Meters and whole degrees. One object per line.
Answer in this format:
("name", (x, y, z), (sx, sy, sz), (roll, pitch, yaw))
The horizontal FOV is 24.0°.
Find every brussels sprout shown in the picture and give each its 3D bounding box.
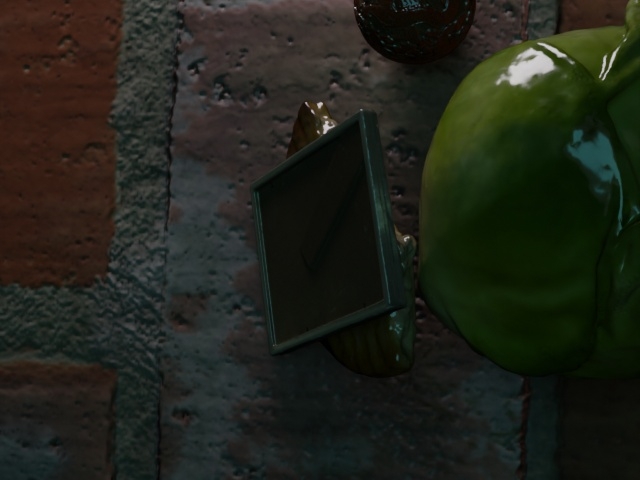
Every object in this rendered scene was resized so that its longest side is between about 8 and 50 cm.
("brussels sprout", (0.207, -0.029, 1.095), (0.294, 0.227, 0.259), (-33, 79, 42))

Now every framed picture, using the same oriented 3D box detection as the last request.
("framed picture", (0.000, 0.000, 1.161), (0.015, 0.203, 0.150), (-2, 77, -28))

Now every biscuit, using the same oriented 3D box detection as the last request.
("biscuit", (0.023, -0.004, 1.169), (0.031, 0.176, 0.229), (-1, 81, -29))

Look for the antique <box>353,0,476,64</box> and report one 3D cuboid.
("antique", (0.076, -0.192, 1.215), (0.104, 0.104, 0.104), (-2, 80, 10))
